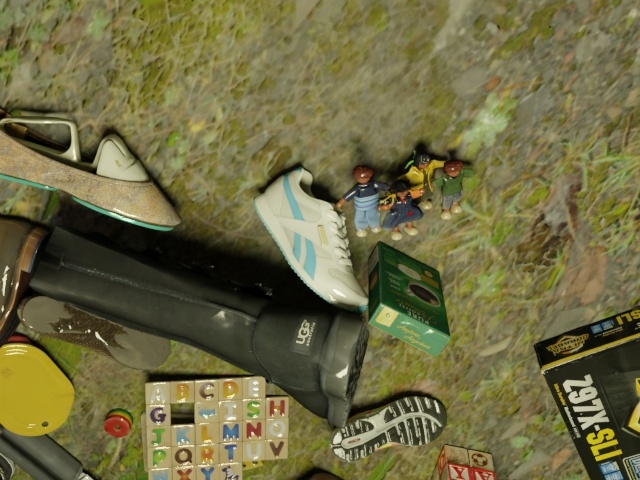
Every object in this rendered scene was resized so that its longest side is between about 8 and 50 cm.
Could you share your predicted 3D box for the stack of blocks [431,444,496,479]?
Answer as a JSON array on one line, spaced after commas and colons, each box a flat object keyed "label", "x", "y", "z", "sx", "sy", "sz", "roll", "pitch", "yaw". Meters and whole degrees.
[{"label": "stack of blocks", "x": 0.220, "y": 0.527, "z": 1.397, "sx": 0.087, "sy": 0.171, "sz": 0.297, "roll": 12, "pitch": 119, "yaw": -4}]

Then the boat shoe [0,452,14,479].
[{"label": "boat shoe", "x": -0.640, "y": 0.368, "z": 1.390, "sx": 0.228, "sy": 0.076, "sz": 0.080, "roll": 37, "pitch": 90, "yaw": -18}]

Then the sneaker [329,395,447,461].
[{"label": "sneaker", "x": 0.108, "y": 0.307, "z": 1.344, "sx": 0.208, "sy": 0.094, "sz": 0.082, "roll": -10, "pitch": 83, "yaw": -12}]

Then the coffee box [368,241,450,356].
[{"label": "coffee box", "x": 0.122, "y": 0.080, "z": 1.151, "sx": 0.113, "sy": 0.184, "sz": 0.040, "roll": 27, "pitch": 115, "yaw": -12}]

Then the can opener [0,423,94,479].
[{"label": "can opener", "x": -0.464, "y": 0.426, "z": 1.415, "sx": 0.076, "sy": 0.095, "sz": 0.283, "roll": -35, "pitch": 112, "yaw": 18}]

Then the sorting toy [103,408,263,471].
[{"label": "sorting toy", "x": -0.237, "y": 0.366, "z": 1.401, "sx": 0.274, "sy": 0.046, "sz": 0.132, "roll": 4, "pitch": 119, "yaw": 0}]

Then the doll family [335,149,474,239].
[{"label": "doll family", "x": 0.117, "y": -0.069, "z": 1.115, "sx": 0.193, "sy": 0.076, "sz": 0.111, "roll": -27, "pitch": 140, "yaw": -18}]

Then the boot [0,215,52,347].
[{"label": "boot", "x": -0.495, "y": 0.062, "z": 1.225, "sx": 0.106, "sy": 0.082, "sz": 0.219, "roll": 26, "pitch": 97, "yaw": 0}]

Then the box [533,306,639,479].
[{"label": "box", "x": 0.520, "y": 0.261, "z": 1.294, "sx": 0.257, "sy": 0.079, "sz": 0.322, "roll": -21, "pitch": 115, "yaw": 15}]

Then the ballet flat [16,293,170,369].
[{"label": "ballet flat", "x": -0.352, "y": 0.141, "z": 1.260, "sx": 0.249, "sy": 0.058, "sz": 0.084, "roll": 22, "pitch": 76, "yaw": -31}]

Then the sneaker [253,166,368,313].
[{"label": "sneaker", "x": 0.000, "y": 0.000, "z": 1.119, "sx": 0.092, "sy": 0.087, "sz": 0.229, "roll": -40, "pitch": 73, "yaw": 13}]

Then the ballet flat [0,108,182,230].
[{"label": "ballet flat", "x": -0.336, "y": -0.107, "z": 1.122, "sx": 0.316, "sy": 0.107, "sz": 0.106, "roll": 18, "pitch": 104, "yaw": -8}]

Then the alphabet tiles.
[{"label": "alphabet tiles", "x": -0.171, "y": 0.322, "z": 1.354, "sx": 0.237, "sy": 0.009, "sz": 0.198, "roll": -1, "pitch": 106, "yaw": -10}]

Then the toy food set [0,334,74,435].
[{"label": "toy food set", "x": -0.500, "y": 0.220, "z": 1.329, "sx": 0.128, "sy": 0.071, "sz": 0.218, "roll": -34, "pitch": 116, "yaw": -7}]

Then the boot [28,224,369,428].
[{"label": "boot", "x": -0.158, "y": 0.133, "z": 1.194, "sx": 0.445, "sy": 0.146, "sz": 0.367, "roll": 14, "pitch": 157, "yaw": 8}]

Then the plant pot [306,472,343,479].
[{"label": "plant pot", "x": -0.019, "y": 0.535, "z": 1.390, "sx": 0.263, "sy": 0.263, "sz": 0.229, "roll": 32, "pitch": 98, "yaw": -14}]
